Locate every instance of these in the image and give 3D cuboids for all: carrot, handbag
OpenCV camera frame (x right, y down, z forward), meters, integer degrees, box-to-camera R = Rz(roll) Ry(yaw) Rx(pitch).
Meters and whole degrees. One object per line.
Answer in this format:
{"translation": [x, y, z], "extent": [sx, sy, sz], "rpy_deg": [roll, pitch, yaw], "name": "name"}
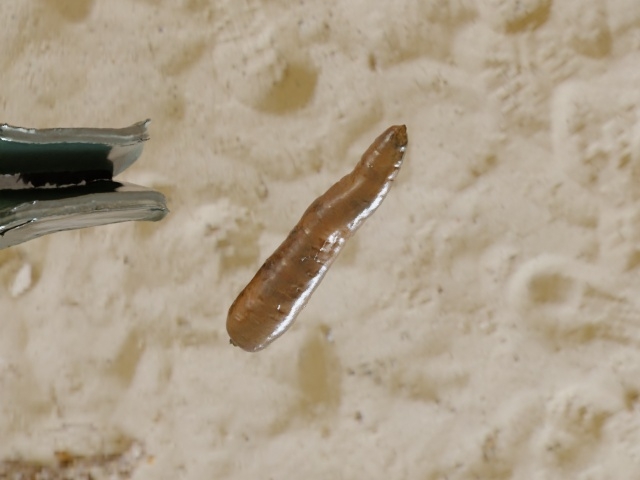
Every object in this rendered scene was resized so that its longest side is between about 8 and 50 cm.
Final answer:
{"translation": [-0.001, -0.001, 0.797], "extent": [0.036, 0.035, 0.165], "rpy_deg": [29, 110, -23], "name": "carrot"}
{"translation": [-0.268, -0.022, 1.025], "extent": [0.260, 0.247, 0.079], "rpy_deg": [-14, 88, 22], "name": "handbag"}
